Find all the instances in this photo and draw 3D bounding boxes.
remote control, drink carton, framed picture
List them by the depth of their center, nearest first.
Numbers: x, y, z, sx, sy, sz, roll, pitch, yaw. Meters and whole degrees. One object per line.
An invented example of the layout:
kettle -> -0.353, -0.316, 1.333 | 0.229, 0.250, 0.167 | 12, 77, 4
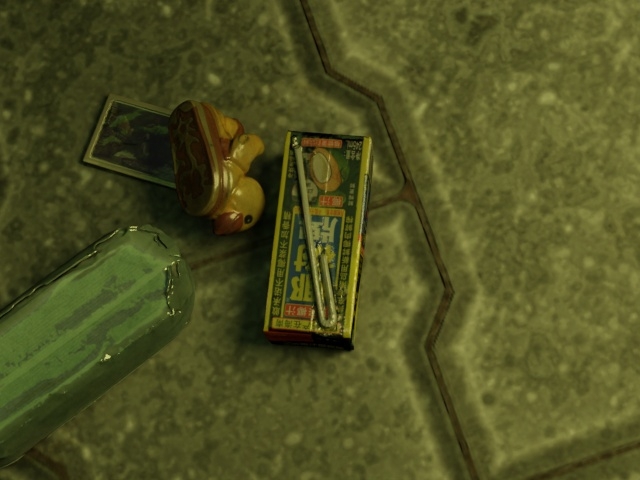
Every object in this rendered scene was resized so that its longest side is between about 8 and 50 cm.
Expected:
remote control -> -0.208, 0.083, 1.230 | 0.247, 0.052, 0.104 | -38, 75, -11
drink carton -> 0.000, 0.000, 1.237 | 0.071, 0.056, 0.166 | 3, 73, 8
framed picture -> -0.145, -0.081, 1.299 | 0.089, 0.007, 0.066 | 17, 74, 9

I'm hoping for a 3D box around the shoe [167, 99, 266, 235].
shoe -> -0.078, -0.061, 1.255 | 0.072, 0.069, 0.109 | -49, 58, 27
